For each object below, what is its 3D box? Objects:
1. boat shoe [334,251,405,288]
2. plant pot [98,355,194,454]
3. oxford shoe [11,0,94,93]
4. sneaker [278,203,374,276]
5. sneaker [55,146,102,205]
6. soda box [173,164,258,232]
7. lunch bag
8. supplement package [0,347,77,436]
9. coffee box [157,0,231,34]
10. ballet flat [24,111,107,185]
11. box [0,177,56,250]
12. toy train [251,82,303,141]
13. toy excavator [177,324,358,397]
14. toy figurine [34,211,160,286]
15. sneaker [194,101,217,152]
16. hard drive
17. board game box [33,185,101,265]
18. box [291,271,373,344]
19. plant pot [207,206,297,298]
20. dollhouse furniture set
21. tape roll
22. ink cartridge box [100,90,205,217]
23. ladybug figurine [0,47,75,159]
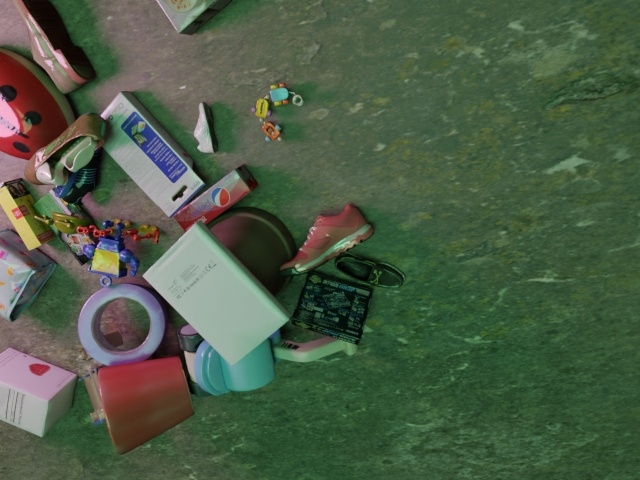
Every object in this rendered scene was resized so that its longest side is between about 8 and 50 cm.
[{"bbox_3d":[0.150,0.102,1.581,0.227,0.069,0.081,19,111,4],"label":"boat shoe"},{"bbox_3d":[-0.542,0.499,1.620,0.243,0.275,0.275,-16,107,-19],"label":"plant pot"},{"bbox_3d":[-0.826,-0.599,1.505,0.130,0.123,0.348,-26,101,23],"label":"oxford shoe"},{"bbox_3d":[0.000,0.000,1.534,0.313,0.116,0.136,-29,88,-9],"label":"sneaker"},{"bbox_3d":[-0.753,-0.220,1.644,0.232,0.081,0.090,-54,138,5],"label":"sneaker"},{"bbox_3d":[-0.324,-0.123,1.582,0.263,0.092,0.083,-34,100,18],"label":"soda box"},{"bbox_3d":[-1.093,0.129,1.774,0.223,0.160,0.262,36,105,-3],"label":"lunch bag"},{"bbox_3d":[-1.098,0.560,1.905,0.292,0.177,0.176,21,110,3],"label":"supplement package"},{"bbox_3d":[-0.318,-0.695,1.389,0.246,0.098,0.141,-30,100,18],"label":"coffee box"},{"bbox_3d":[-0.765,-0.243,1.538,0.342,0.116,0.124,-33,60,14],"label":"ballet flat"},{"bbox_3d":[-0.996,-0.089,1.722,0.058,0.087,0.233,-21,102,16],"label":"box"},{"bbox_3d":[-0.125,-0.377,1.489,0.125,0.046,0.166,40,113,-5],"label":"toy train"},{"bbox_3d":[-0.159,0.352,1.621,0.444,0.432,0.223,8,112,38],"label":"toy excavator"},{"bbox_3d":[-0.712,0.046,1.631,0.362,0.191,0.218,11,102,1],"label":"toy figurine"},{"bbox_3d":[-0.354,-0.337,1.538,0.061,0.054,0.152,0,109,13],"label":"sneaker"},{"bbox_3d":[-0.282,0.149,1.391,0.233,0.047,0.353,-41,96,19],"label":"hard drive"},{"bbox_3d":[-0.844,-0.053,1.736,0.136,0.030,0.260,-31,100,20],"label":"board game box"},{"bbox_3d":[0.038,0.207,1.585,0.220,0.175,0.051,16,148,5],"label":"box"},{"bbox_3d":[-0.253,0.086,1.540,0.322,0.280,0.324,3,107,9],"label":"plant pot"},{"bbox_3d":[-0.758,0.495,1.883,0.303,0.198,0.287,-34,76,49],"label":"dollhouse furniture set"},{"bbox_3d":[-0.657,0.281,1.716,0.274,0.090,0.275,0,87,-8],"label":"tape roll"},{"bbox_3d":[-0.531,-0.263,1.590,0.175,0.069,0.371,-40,95,19],"label":"ink cartridge box"},{"bbox_3d":[-0.967,-0.411,1.569,0.449,0.162,0.305,31,110,-1],"label":"ladybug figurine"}]
